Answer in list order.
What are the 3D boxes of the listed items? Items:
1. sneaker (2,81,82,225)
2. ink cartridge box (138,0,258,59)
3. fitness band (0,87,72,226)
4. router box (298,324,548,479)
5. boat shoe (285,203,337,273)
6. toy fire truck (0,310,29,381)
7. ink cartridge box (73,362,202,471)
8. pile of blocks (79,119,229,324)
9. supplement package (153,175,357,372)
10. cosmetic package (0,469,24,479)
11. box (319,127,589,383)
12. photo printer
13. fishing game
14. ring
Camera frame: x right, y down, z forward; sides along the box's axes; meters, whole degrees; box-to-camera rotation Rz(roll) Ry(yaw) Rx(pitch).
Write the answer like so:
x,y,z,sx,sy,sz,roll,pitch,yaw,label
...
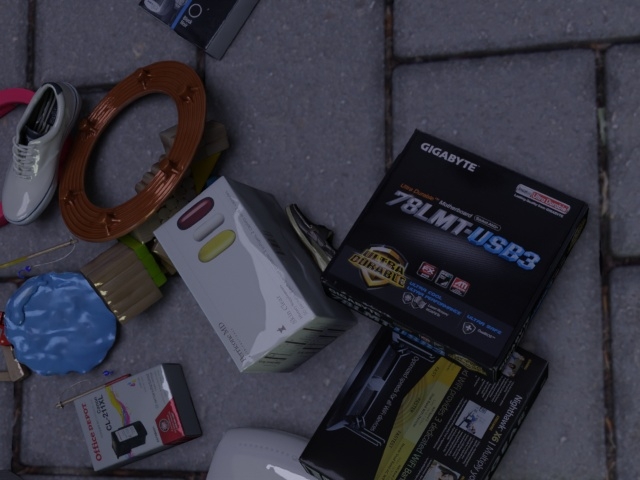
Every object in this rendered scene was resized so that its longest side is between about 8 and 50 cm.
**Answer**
x,y,z,sx,sy,sz,roll,pitch,yaw,label
-0.489,-0.151,1.967,0.094,0.091,0.258,19,91,18,sneaker
-0.150,-0.486,1.954,0.165,0.065,0.332,35,95,21,ink cartridge box
-0.572,-0.142,2.070,0.291,0.054,0.209,-34,76,14,fitness band
0.153,0.257,1.691,0.243,0.081,0.308,28,73,21,router box
0.000,0.000,1.846,0.049,0.056,0.152,-36,83,7,boat shoe
-0.528,0.193,2.010,0.192,0.047,0.135,13,88,20,toy fire truck
-0.299,0.290,1.902,0.175,0.072,0.127,-24,77,15,ink cartridge box
-0.266,-0.040,1.926,0.362,0.149,0.113,-57,38,-2,pile of blocks
-0.097,0.058,1.789,0.145,0.204,0.262,-38,73,12,supplement package
-0.483,0.487,1.939,0.231,0.085,0.117,28,93,19,cosmetic package
0.198,0.015,1.713,0.296,0.073,0.293,27,73,20,box
-0.073,0.449,1.783,0.256,0.107,0.307,18,90,21,photo printer
-0.434,0.140,1.945,0.189,0.041,0.264,-24,97,-2,fishing game
-0.319,-0.153,1.907,0.337,0.032,0.336,-22,51,30,ring
